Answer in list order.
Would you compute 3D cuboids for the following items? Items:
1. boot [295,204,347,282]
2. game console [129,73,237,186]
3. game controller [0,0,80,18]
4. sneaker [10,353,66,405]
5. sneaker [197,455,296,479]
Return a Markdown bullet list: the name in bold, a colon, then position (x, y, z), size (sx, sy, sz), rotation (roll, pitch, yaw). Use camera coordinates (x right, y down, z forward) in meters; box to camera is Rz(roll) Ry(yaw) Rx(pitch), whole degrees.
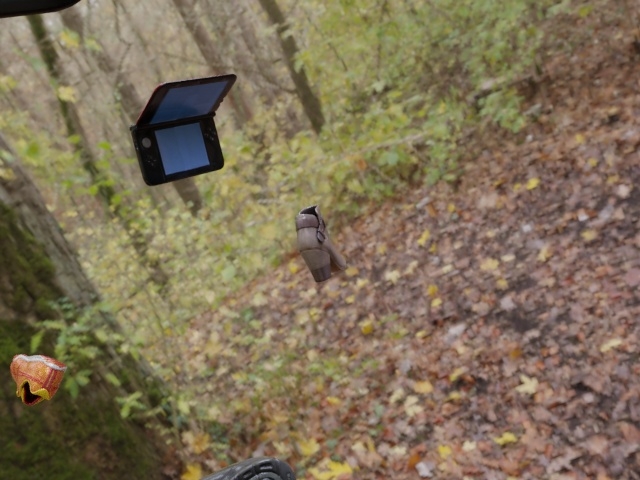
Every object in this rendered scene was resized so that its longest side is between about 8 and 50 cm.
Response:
- **boot**: position (0.000, 0.000, 0.990), size (0.042, 0.086, 0.118), rotation (-14, 5, 12)
- **game console**: position (-0.172, -0.148, 1.099), size (0.085, 0.124, 0.144), rotation (-8, 9, 42)
- **game controller**: position (-0.398, -0.309, 0.867), size (0.319, 0.166, 0.067), rotation (-5, -3, 3)
- **sneaker**: position (-0.425, 0.205, 1.195), size (0.175, 0.064, 0.067), rotation (-20, 45, 59)
- **sneaker**: position (-0.173, 0.405, 1.223), size (0.286, 0.109, 0.130), rotation (-19, 0, -9)
